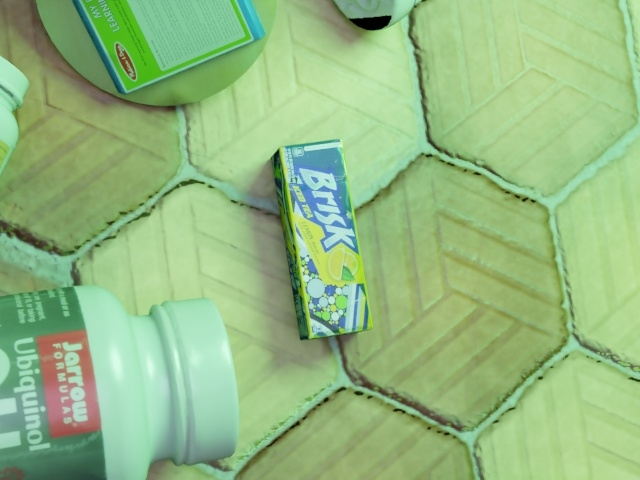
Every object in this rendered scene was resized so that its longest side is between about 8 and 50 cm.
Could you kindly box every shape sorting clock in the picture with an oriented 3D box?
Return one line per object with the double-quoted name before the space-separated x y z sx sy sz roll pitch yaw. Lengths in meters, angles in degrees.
"shape sorting clock" -0.138 -0.213 0.992 0.206 0.040 0.206 -1 114 -2

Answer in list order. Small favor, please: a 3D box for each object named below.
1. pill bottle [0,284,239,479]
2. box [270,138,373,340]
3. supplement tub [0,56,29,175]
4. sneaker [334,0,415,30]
"pill bottle" -0.231 0.129 0.900 0.319 0.176 0.176 -8 85 -17
"box" 0.000 0.000 1.030 0.059 0.054 0.168 -8 86 -12
"supplement tub" -0.327 -0.062 0.922 0.144 0.144 0.199 25 79 -8
"sneaker" 0.094 -0.374 1.056 0.236 0.130 0.322 -27 112 -34
